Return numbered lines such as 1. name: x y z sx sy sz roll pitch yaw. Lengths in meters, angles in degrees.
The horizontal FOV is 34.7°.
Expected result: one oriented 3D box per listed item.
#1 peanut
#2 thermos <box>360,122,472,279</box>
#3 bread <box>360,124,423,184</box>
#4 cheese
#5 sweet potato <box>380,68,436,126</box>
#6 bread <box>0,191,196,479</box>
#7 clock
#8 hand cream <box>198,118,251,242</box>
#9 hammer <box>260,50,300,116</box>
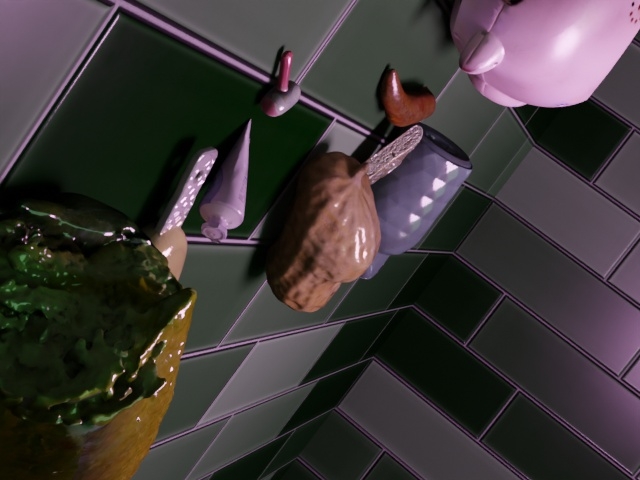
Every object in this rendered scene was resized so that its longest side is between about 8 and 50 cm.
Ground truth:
1. peanut: 0.005 0.005 1.532 0.143 0.159 0.291 -11 145 -30
2. thermos: 0.130 -0.068 1.822 0.286 0.145 0.182 -54 -160 20
3. bread: 0.086 -0.111 1.678 0.193 0.036 0.112 -36 176 -9
4. cheese: -0.180 0.003 1.135 0.127 0.050 0.255 -25 149 -59
5. sweet potato: 0.136 -0.215 1.605 0.255 0.058 0.078 -3 114 -69
6. bread: -0.252 0.135 0.942 0.251 0.208 0.376 -34 162 -41
7. clock: 0.354 -0.355 1.530 0.368 0.250 0.377 -58 166 24
8. hand cream: -0.105 -0.063 1.184 0.084 0.053 0.142 108 -4 -58
9. hammer: -0.042 -0.180 1.159 0.052 0.031 0.083 -46 160 -37
